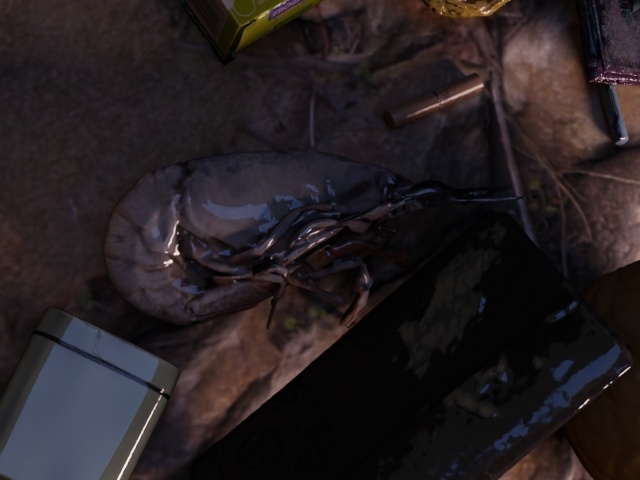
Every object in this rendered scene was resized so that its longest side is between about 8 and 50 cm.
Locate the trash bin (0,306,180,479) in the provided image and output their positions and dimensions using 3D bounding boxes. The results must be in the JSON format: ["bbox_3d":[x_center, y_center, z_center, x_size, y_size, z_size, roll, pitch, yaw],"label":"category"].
[{"bbox_3d":[-0.185,0.133,1.020,0.116,0.059,0.130,26,73,-6],"label":"trash bin"}]

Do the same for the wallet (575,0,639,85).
[{"bbox_3d":[0.274,-0.220,1.227,0.111,0.030,0.166,1,75,-36],"label":"wallet"}]

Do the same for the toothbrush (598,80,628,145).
[{"bbox_3d":[0.251,-0.192,1.232,0.019,0.016,0.220,-6,76,-24],"label":"toothbrush"}]

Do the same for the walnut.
[{"bbox_3d":[0.288,0.118,1.061,0.227,0.228,0.228,3,76,-13],"label":"walnut"}]

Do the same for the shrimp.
[{"bbox_3d":[0.000,-0.006,1.071,0.342,0.116,0.145,-8,79,-9],"label":"shrimp"}]

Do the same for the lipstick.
[{"bbox_3d":[0.099,-0.122,1.174,0.094,0.019,0.019,-25,83,-18],"label":"lipstick"}]

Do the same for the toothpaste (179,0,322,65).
[{"bbox_3d":[-0.121,-0.314,1.137,0.110,0.077,0.327,-34,86,-18],"label":"toothpaste"}]

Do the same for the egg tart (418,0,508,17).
[{"bbox_3d":[0.123,-0.252,1.196,0.130,0.052,0.130,4,74,-12],"label":"egg tart"}]

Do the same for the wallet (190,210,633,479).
[{"bbox_3d":[0.060,0.129,1.001,0.321,0.044,0.170,-41,57,2],"label":"wallet"}]
